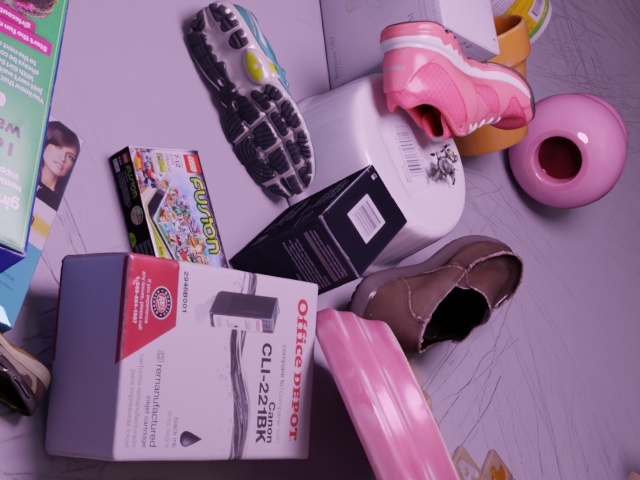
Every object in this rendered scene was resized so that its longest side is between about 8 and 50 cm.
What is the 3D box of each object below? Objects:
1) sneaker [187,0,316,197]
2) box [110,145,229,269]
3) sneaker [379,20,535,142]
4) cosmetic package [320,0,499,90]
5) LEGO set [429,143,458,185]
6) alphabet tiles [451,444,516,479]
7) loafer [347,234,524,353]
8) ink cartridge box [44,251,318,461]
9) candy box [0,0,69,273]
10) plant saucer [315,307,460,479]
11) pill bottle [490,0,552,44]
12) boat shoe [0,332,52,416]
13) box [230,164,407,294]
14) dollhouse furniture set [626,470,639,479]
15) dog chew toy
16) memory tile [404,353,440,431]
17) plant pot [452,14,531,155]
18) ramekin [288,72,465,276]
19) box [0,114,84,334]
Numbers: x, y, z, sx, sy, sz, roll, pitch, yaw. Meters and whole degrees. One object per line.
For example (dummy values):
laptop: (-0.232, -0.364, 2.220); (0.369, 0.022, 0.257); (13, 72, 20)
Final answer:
sneaker: (-0.070, -0.191, 1.454); (0.110, 0.107, 0.275); (-20, 87, -62)
box: (-0.168, -0.006, 1.280); (0.114, 0.036, 0.207); (-3, 73, -52)
sneaker: (0.186, -0.192, 1.559); (0.314, 0.116, 0.136); (20, 74, -43)
cosmetic package: (0.125, -0.347, 1.670); (0.138, 0.224, 0.224); (15, 59, -42)
LEGO set: (0.177, -0.109, 1.544); (0.054, 0.023, 0.083); (42, 43, -28)
alphabet tiles: (0.261, 0.472, 1.568); (0.342, 0.011, 0.285); (55, 38, -14)
loafer: (0.188, 0.094, 1.557); (0.366, 0.130, 0.134); (-19, 127, -46)
ink cartridge box: (-0.133, 0.127, 1.149); (0.273, 0.114, 0.197); (12, 78, -48)
candy box: (-0.337, -0.096, 0.928); (0.122, 0.268, 0.317); (24, 53, -38)
plant saucer: (0.089, 0.223, 1.281); (0.332, 0.084, 0.332); (156, -90, -89)
pill bottle: (0.301, -0.462, 2.023); (0.245, 0.136, 0.136); (34, 47, -36)
boat shoe: (-0.313, 0.112, 1.020); (0.152, 0.056, 0.049); (37, 40, -33)
box: (0.000, 0.000, 1.380); (0.093, 0.158, 0.156); (58, 38, -10)
dollhouse furniture set: (0.659, 0.491, 1.750); (0.174, 0.355, 0.303); (25, 92, -40)
dog chew toy: (0.471, -0.181, 2.038); (0.206, 0.206, 0.332); (63, 29, -4)
memory tile: (0.113, 0.212, 1.526); (0.113, 0.012, 0.148); (-7, 76, -52)
plant pot: (0.258, -0.248, 1.822); (0.205, 0.205, 0.188); (-44, 121, -52)
ramekin: (0.083, -0.100, 1.558); (0.277, 0.135, 0.277); (28, 51, -40)
box: (-0.318, -0.028, 1.087); (0.100, 0.060, 0.244); (39, 45, -32)
